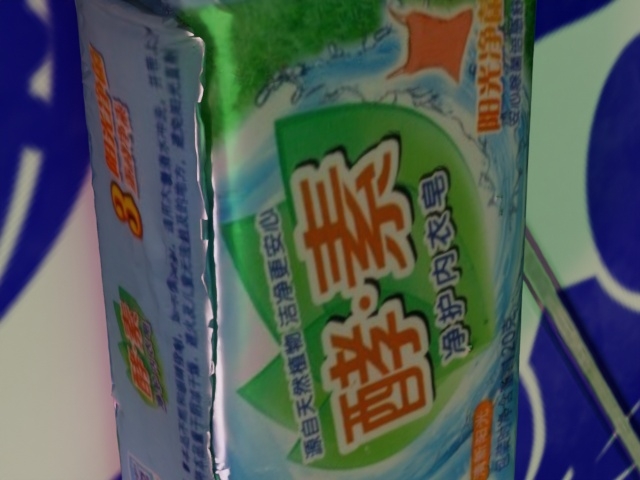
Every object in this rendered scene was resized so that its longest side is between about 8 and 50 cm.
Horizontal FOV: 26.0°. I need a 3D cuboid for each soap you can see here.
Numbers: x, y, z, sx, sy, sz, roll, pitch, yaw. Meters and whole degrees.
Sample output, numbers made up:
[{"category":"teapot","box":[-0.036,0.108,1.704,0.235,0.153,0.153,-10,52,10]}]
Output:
[{"category":"soap","box":[0.000,0.000,0.471,0.156,0.077,0.293,-21,121,-35]}]
